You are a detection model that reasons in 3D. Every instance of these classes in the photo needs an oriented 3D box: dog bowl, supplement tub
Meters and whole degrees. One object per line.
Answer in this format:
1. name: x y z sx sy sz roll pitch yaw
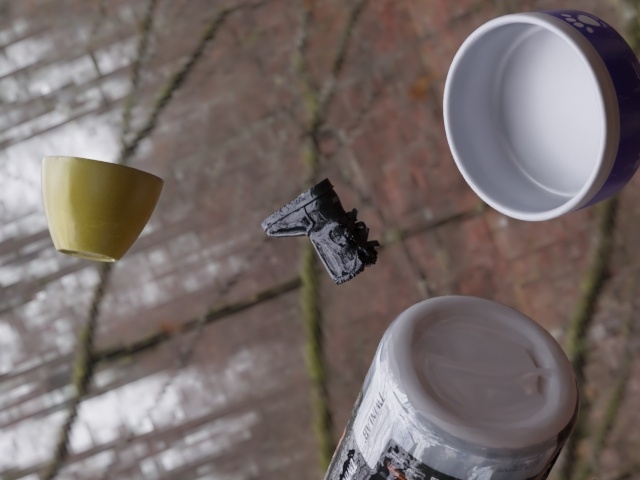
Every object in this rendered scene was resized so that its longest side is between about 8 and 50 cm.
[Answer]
1. dog bowl: 0.289 -0.163 2.309 0.104 0.265 0.265 -16 -98 -44
2. supplement tub: 0.109 0.219 1.715 0.316 0.193 0.193 110 155 -42

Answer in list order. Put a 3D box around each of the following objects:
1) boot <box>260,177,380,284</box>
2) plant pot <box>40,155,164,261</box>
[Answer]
1. boot: 0.000 0.000 1.817 0.045 0.121 0.099 -33 -89 -41
2. plant pot: -0.243 -0.030 1.943 0.134 0.134 0.095 39 -120 -75
